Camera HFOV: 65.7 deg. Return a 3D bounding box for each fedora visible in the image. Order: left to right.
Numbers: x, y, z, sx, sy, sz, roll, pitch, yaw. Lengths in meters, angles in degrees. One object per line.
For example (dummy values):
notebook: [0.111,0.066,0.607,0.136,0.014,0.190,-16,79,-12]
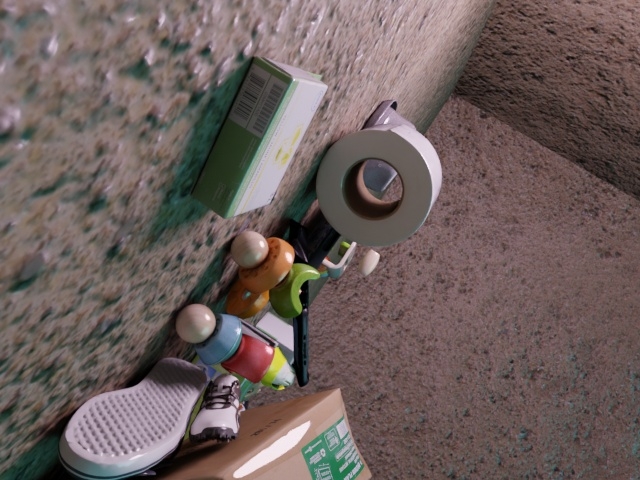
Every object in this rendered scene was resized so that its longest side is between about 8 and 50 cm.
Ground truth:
fedora: [0.160,-0.226,1.304,0.275,0.124,0.244,-59,172,17]

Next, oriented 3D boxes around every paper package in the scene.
paper package: [-0.129,0.394,0.790,0.310,0.168,0.325,-23,173,30]

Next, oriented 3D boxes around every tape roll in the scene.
tape roll: [0.131,-0.125,1.073,0.246,0.246,0.169,-60,172,24]

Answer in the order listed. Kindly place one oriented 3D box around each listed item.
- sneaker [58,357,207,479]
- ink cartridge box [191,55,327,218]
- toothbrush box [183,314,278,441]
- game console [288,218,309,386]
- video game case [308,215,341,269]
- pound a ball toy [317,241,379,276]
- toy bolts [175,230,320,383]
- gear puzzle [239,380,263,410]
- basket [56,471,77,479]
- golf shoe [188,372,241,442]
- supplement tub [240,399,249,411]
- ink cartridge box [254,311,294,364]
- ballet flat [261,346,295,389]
sneaker: [-0.257,0.275,0.699,0.127,0.126,0.321,-63,174,4]
ink cartridge box: [-0.050,-0.128,0.619,0.171,0.056,0.235,-60,170,20]
toothbrush box: [-0.227,0.317,1.099,0.283,0.122,0.206,-57,173,-10]
game console: [-0.046,0.144,1.049,0.213,0.044,0.360,-97,-174,-73]
video game case: [0.000,0.000,1.307,0.248,0.035,0.275,-54,-172,-19]
pound a ball toy: [0.058,0.067,1.566,0.135,0.208,0.319,-56,174,-7]
toy bolts: [-0.150,0.099,0.828,0.218,0.158,0.228,-5,-129,46]
gear puzzle: [-0.222,0.416,1.271,0.339,0.044,0.175,-41,150,6]
basket: [-0.352,0.413,0.586,0.227,0.154,0.204,-6,101,-74]
golf shoe: [-0.165,0.262,0.788,0.198,0.077,0.093,140,-48,-79]
supplement tub: [-0.276,0.508,1.472,0.117,0.117,0.190,-57,-173,3]
ink cartridge box: [-0.158,0.358,1.596,0.212,0.154,0.093,-63,172,34]
ballet flat: [-0.092,0.288,1.085,0.077,0.077,0.231,-55,171,-22]
